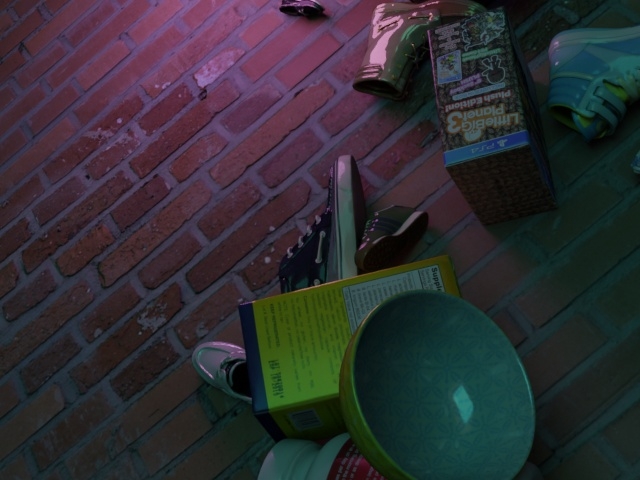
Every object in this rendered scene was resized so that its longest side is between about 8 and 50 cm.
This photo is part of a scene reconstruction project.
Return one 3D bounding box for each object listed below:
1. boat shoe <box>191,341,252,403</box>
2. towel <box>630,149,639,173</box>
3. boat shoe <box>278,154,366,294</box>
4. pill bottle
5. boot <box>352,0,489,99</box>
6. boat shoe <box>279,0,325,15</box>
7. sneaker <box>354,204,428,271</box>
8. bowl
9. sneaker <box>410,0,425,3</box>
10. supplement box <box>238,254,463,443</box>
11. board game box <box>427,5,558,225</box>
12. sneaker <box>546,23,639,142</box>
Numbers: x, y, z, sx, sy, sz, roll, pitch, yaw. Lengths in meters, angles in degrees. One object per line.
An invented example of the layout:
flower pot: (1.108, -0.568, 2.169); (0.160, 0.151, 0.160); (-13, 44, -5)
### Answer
boat shoe: (-0.146, 0.243, 1.647); (0.258, 0.084, 0.095); (17, 74, 31)
towel: (0.651, -0.204, 1.433); (0.209, 0.034, 0.285); (28, 108, 27)
boat shoe: (0.000, 0.000, 1.671); (0.158, 0.127, 0.340); (-7, 63, 14)
pill bottle: (0.116, 0.415, 1.345); (0.408, 0.229, 0.229); (4, 67, 27)
boot: (0.198, -0.382, 1.789); (0.262, 0.095, 0.203); (7, 68, 30)
boat shoe: (-0.043, -0.523, 2.009); (0.125, 0.046, 0.038); (23, 77, 36)
sneaker: (0.108, -0.009, 1.629); (0.086, 0.064, 0.192); (24, 43, 36)
bowl: (0.134, 0.226, 1.236); (0.156, 0.290, 0.289); (-43, 42, 52)
sneaker: (0.254, -0.567, 1.658); (0.258, 0.447, 0.169); (5, 88, 21)
supplement box: (0.069, 0.187, 1.461); (0.357, 0.195, 0.194); (-13, 60, 5)
board game box: (0.303, -0.214, 1.570); (0.141, 0.232, 0.290); (-14, 60, 20)
sneaker: (0.544, -0.265, 1.549); (0.319, 0.127, 0.208); (1, 65, 35)
